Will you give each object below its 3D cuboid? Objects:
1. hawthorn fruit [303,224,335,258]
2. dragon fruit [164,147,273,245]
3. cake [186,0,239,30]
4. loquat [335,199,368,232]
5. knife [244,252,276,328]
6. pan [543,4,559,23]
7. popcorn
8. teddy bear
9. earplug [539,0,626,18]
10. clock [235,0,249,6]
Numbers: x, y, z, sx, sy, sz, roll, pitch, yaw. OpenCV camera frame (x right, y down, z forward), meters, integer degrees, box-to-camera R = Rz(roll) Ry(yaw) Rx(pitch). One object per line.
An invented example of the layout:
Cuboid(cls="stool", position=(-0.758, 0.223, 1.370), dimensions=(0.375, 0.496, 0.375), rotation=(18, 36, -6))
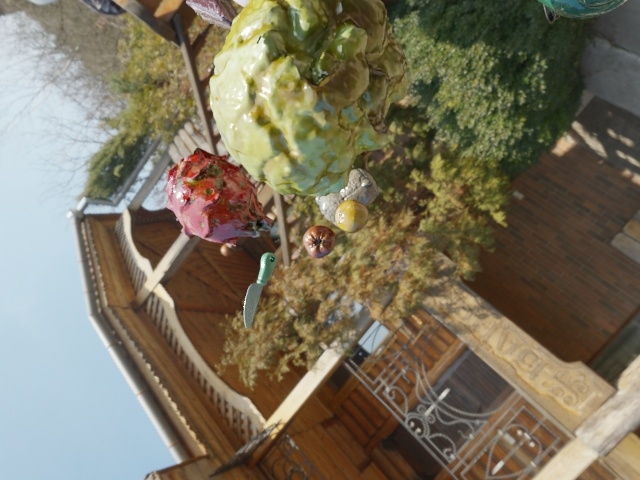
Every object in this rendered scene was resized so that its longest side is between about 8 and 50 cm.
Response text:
Cuboid(cls="hawthorn fruit", position=(0.000, 0.000, 1.737), dimensions=(0.132, 0.133, 0.138), rotation=(38, -172, 3))
Cuboid(cls="dragon fruit", position=(-0.235, -0.085, 1.009), dimensions=(0.268, 0.210, 0.205), rotation=(31, 174, 7))
Cuboid(cls="cake", position=(-0.328, -0.724, 1.372), dimensions=(0.116, 0.113, 0.295), rotation=(14, -148, -50))
Cuboid(cls="loquat", position=(0.123, -0.095, 1.716), dimensions=(0.141, 0.141, 0.141), rotation=(36, -171, -7))
Cuboid(cls="knife", position=(-0.209, 0.160, 1.427), dimensions=(0.034, 0.260, 0.063), rotation=(4, 158, 43))
Cuboid(cls="pan", position=(0.635, -0.734, 1.218), dimensions=(0.136, 0.028, 0.235), rotation=(-22, -86, -70))
Cuboid(cls="popcorn", position=(-0.018, -0.193, 0.587), dimensions=(0.247, 0.282, 0.282), rotation=(9, 166, 45))
Cuboid(cls="teddy bear", position=(0.124, -0.187, 1.871), dimensions=(0.236, 0.267, 0.151), rotation=(52, -160, 7))
Cuboid(cls="earplug", position=(0.334, -0.430, 0.568), dimensions=(0.257, 0.163, 0.280), rotation=(33, -133, -39))
Cuboid(cls="clock", position=(-0.100, -0.693, 1.012), dimensions=(0.250, 0.368, 0.376), rotation=(12, 171, 41))
